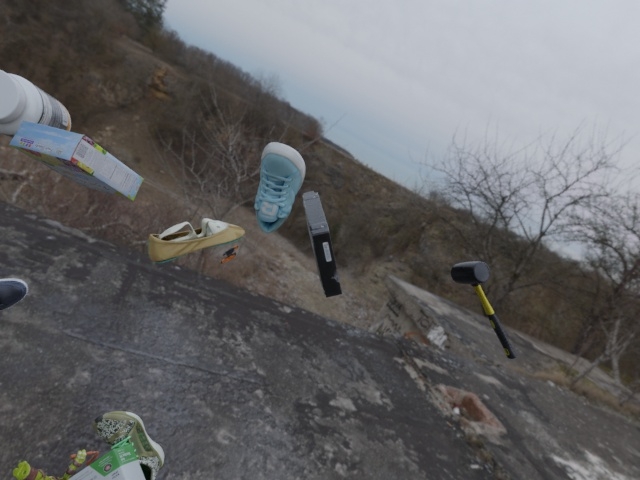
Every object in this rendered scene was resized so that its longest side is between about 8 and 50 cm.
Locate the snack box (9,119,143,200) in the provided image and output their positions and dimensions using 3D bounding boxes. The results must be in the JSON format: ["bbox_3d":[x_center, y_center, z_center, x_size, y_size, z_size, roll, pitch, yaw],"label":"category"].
[{"bbox_3d":[-0.548,-0.177,0.921,0.175,0.070,0.207,16,-13,17],"label":"snack box"}]

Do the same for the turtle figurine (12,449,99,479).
[{"bbox_3d":[-0.782,0.707,1.124,0.087,0.269,0.217,38,-14,36],"label":"turtle figurine"}]

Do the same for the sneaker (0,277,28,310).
[{"bbox_3d":[-0.820,0.168,0.937,0.227,0.086,0.163,-19,24,-29],"label":"sneaker"}]

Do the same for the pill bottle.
[{"bbox_3d":[-0.833,-0.362,1.111,0.162,0.162,0.278,30,-3,-9],"label":"pill bottle"}]

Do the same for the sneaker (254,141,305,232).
[{"bbox_3d":[-0.128,-0.133,1.194,0.136,0.149,0.365,12,-26,-1],"label":"sneaker"}]

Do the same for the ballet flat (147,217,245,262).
[{"bbox_3d":[-0.283,-0.013,0.933,0.233,0.073,0.080,-21,30,-33],"label":"ballet flat"}]

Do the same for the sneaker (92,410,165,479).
[{"bbox_3d":[-0.791,0.881,1.673,0.410,0.158,0.182,61,-11,-24],"label":"sneaker"}]

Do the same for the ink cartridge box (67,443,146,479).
[{"bbox_3d":[-0.548,0.685,1.060,0.208,0.153,0.087,55,-5,19],"label":"ink cartridge box"}]

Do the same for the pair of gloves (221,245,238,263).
[{"bbox_3d":[-0.363,0.057,1.602,0.074,0.083,0.010,-32,70,-35],"label":"pair of gloves"}]

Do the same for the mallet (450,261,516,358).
[{"bbox_3d":[0.296,0.119,0.688,0.189,0.039,0.062,59,-23,3],"label":"mallet"}]

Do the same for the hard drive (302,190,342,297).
[{"bbox_3d":[0.000,0.000,1.344,0.064,0.236,0.338,-12,30,0],"label":"hard drive"}]
